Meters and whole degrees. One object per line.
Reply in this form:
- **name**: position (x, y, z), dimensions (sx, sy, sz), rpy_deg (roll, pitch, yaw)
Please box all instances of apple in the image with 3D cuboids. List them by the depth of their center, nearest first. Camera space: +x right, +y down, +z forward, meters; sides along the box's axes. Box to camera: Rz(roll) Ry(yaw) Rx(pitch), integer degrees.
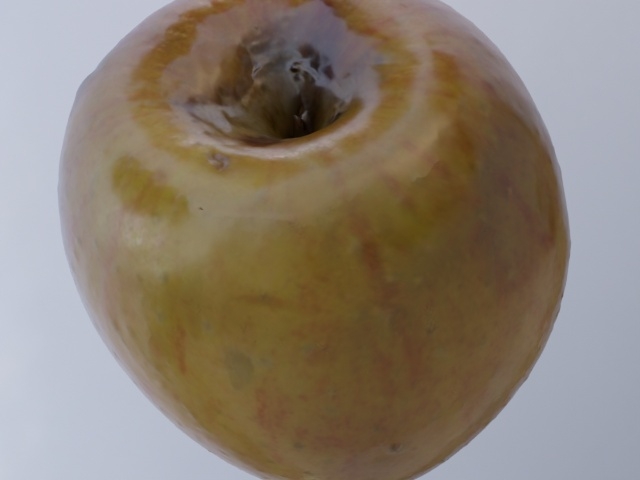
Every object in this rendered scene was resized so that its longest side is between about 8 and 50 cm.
- **apple**: position (0.000, 0.000, 0.756), dimensions (0.299, 0.299, 0.275), rpy_deg (-34, -33, -13)
